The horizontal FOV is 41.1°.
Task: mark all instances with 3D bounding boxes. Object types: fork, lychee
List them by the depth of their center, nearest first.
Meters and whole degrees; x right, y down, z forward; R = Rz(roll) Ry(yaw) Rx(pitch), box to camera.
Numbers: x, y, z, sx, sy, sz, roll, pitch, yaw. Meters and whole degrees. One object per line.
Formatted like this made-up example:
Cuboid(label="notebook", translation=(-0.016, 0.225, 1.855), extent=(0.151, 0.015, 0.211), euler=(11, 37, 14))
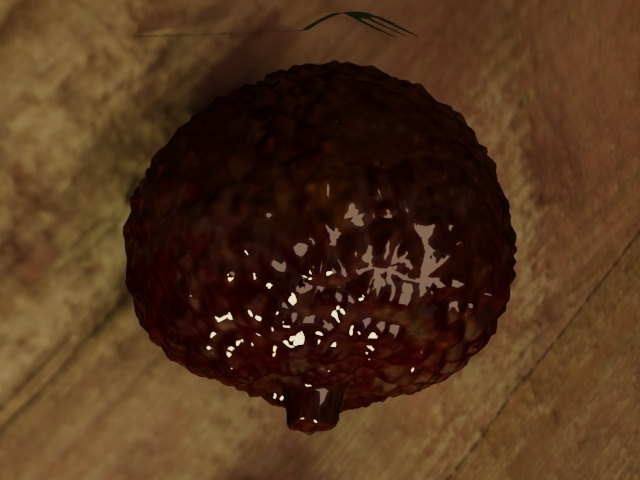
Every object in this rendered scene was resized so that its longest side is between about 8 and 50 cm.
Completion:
Cuboid(label="lychee", translation=(0.000, 0.000, 0.567), extent=(0.260, 0.260, 0.261), euler=(-9, 106, -35))
Cuboid(label="fork", translation=(-0.026, -0.163, 0.641), extent=(0.235, 0.039, 0.021), euler=(-8, 101, -32))
